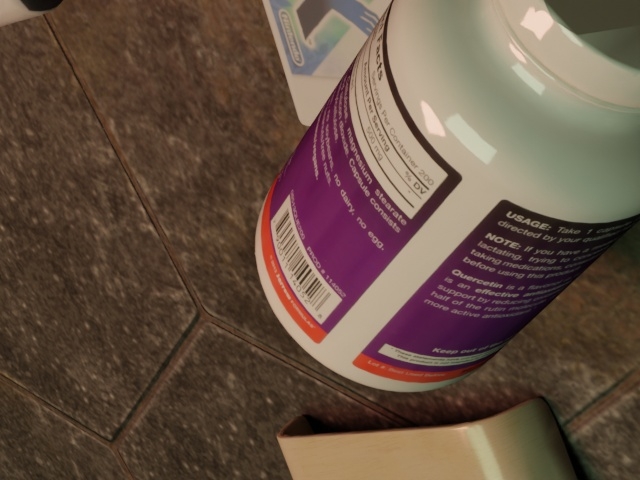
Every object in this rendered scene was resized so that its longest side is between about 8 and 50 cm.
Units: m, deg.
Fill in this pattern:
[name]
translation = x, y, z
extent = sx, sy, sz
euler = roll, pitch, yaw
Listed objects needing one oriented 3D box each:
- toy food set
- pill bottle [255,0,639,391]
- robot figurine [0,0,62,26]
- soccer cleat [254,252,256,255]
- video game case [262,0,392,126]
[toy food set]
translation = 0.105, 0.242, 1.241
extent = 0.306, 0.092, 0.219
euler = -13, 99, 49
[pill bottle]
translation = 0.093, -0.052, 0.844
extent = 0.181, 0.181, 0.323
euler = 46, 143, 6
[robot figurine]
translation = -0.296, -0.237, 1.110
extent = 0.278, 0.173, 0.209
euler = -13, 135, 17
[soccer cleat]
translation = 0.000, 0.000, 1.145
extent = 0.076, 0.068, 0.196
euler = 51, 147, 5
[video game case]
translation = 0.059, -0.209, 0.922
extent = 0.300, 0.036, 0.329
euler = 10, 127, 42
